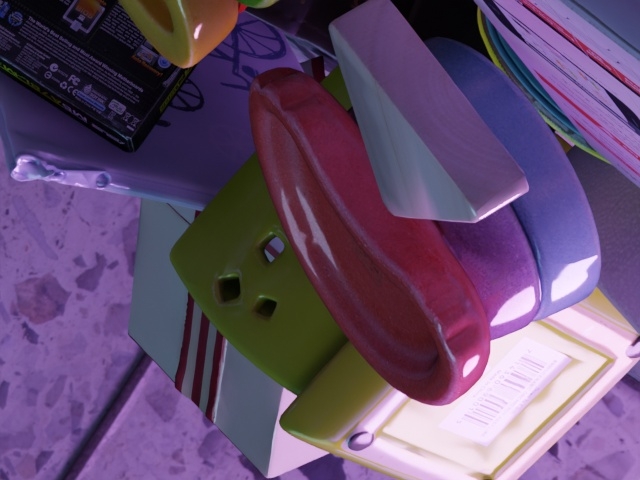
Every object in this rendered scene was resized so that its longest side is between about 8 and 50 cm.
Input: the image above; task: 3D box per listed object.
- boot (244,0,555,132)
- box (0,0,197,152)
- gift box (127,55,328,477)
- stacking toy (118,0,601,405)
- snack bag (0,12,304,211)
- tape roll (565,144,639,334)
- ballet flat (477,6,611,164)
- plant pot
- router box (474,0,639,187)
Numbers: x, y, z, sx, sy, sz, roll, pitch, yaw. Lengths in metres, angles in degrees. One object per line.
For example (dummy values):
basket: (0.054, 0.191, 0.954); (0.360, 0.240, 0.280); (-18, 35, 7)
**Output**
boot: (0.023, -0.139, 0.996); (0.263, 0.091, 0.229); (41, -171, 5)
box: (-0.151, -0.183, 1.179); (0.190, 0.184, 0.045); (32, 167, 5)
gift box: (0.000, 0.000, 1.527); (0.255, 0.276, 0.258); (38, 136, 32)
stacking toy: (0.024, -0.103, 0.712); (0.309, 0.130, 0.279); (56, 166, 9)
snack bag: (-0.119, -0.116, 1.322); (0.323, 0.037, 0.342); (12, -147, -34)
tape roll: (0.280, 0.079, 0.993); (0.392, 0.072, 0.392); (41, -169, -9)
ballet flat: (0.179, -0.060, 0.864); (0.231, 0.077, 0.077); (31, -172, 8)
plant pot: (0.075, 0.034, 1.167); (0.227, 0.228, 0.207); (27, -157, -42)
router box: (0.186, -0.026, 0.615); (0.335, 0.082, 0.301); (44, -176, 31)
